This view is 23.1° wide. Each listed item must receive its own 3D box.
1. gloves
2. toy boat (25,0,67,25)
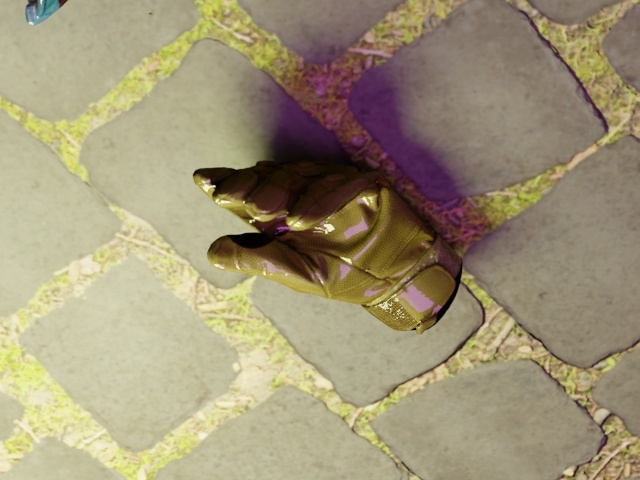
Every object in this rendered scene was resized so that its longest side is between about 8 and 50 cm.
[{"bbox_3d":[0.003,-0.012,1.678,0.331,0.141,0.154,30,143,-29],"label":"gloves"},{"bbox_3d":[-0.303,-0.309,1.497,0.097,0.100,0.223,-27,121,-18],"label":"toy boat"}]
